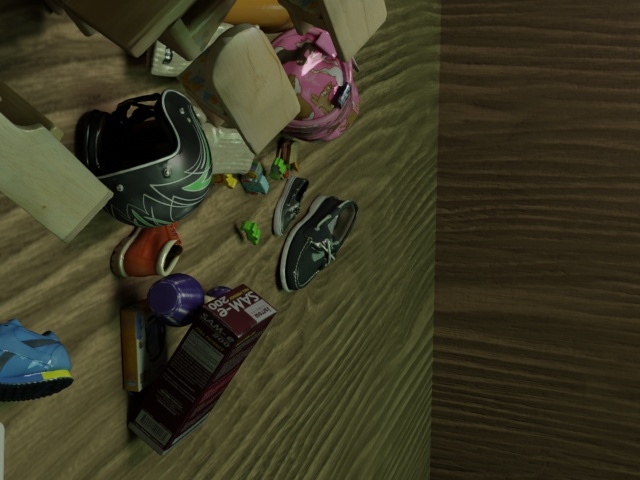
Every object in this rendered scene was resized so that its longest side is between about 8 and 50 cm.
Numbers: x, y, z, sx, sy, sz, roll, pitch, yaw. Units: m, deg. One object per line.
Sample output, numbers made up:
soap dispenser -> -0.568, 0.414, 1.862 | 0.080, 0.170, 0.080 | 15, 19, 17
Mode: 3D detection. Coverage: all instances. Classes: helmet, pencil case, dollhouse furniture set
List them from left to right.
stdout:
dollhouse furniture set -> -0.211, -0.236, 0.758 | 0.394, 0.362, 0.256 | -48, 152, -9
helmet -> -0.216, -0.095, 1.025 | 0.169, 0.169, 0.162 | 32, 48, -68
pencil case -> -0.014, -0.261, 1.421 | 0.386, 0.167, 0.160 | -36, 126, -86

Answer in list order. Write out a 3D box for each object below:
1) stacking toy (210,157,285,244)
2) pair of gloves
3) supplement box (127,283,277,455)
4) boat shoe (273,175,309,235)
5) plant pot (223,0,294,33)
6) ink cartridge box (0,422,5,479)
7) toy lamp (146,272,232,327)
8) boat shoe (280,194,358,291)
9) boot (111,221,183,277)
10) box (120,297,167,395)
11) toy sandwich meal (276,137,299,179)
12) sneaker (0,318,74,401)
stacking toy -> -0.129, -0.121, 1.423 | 0.221, 0.052, 0.167 | 69, 34, -54
pair of gloves -> -0.173, -0.199, 1.172 | 0.204, 0.042, 0.240 | -12, 122, -41
supplement box -> -0.172, 0.187, 1.177 | 0.239, 0.073, 0.130 | -56, 169, 21
boat shoe -> -0.059, -0.071, 1.628 | 0.049, 0.040, 0.142 | 65, 35, -54
plant pot -> -0.116, -0.402, 1.203 | 0.188, 0.205, 0.205 | -32, 126, -46
ink cartridge box -> -0.366, 0.218, 0.616 | 0.261, 0.066, 0.296 | 43, 13, -39
toy lamp -> -0.187, 0.093, 1.210 | 0.274, 0.080, 0.080 | 29, 67, -79
boat shoe -> 0.000, 0.000, 1.731 | 0.303, 0.091, 0.114 | -64, 151, -44
boot -> -0.221, -0.003, 1.146 | 0.158, 0.084, 0.059 | -66, 151, -44
box -> -0.255, 0.156, 1.173 | 0.081, 0.028, 0.136 | -31, 121, -67
toy sandwich meal -> -0.061, -0.163, 1.615 | 0.085, 0.029, 0.086 | 5, 90, -70
sneaker -> -0.357, 0.127, 0.860 | 0.209, 0.069, 0.082 | 11, 51, -61
